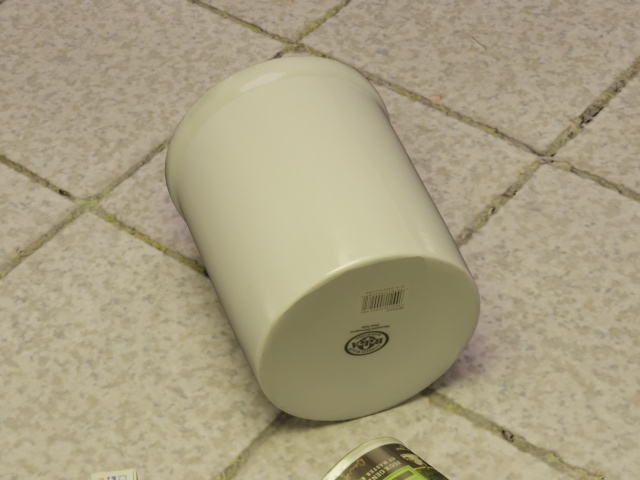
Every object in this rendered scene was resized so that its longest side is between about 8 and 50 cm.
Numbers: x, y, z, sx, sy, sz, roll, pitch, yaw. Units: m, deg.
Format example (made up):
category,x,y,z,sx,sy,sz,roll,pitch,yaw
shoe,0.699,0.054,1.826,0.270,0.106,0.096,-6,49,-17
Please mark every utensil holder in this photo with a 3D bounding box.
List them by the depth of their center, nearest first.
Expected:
category,x,y,z,sx,sy,sz,roll,pitch,yaw
utensil holder,0.000,0.000,2.108,0.327,0.328,0.385,-15,48,-12

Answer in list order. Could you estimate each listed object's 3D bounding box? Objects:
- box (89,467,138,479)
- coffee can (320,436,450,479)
category,x,y,z,sx,sy,sz,roll,pitch,yaw
box,-0.202,0.441,1.710,0.058,0.232,0.322,-7,44,-3
coffee can,0.127,0.378,1.783,0.201,0.201,0.275,-35,52,-29
